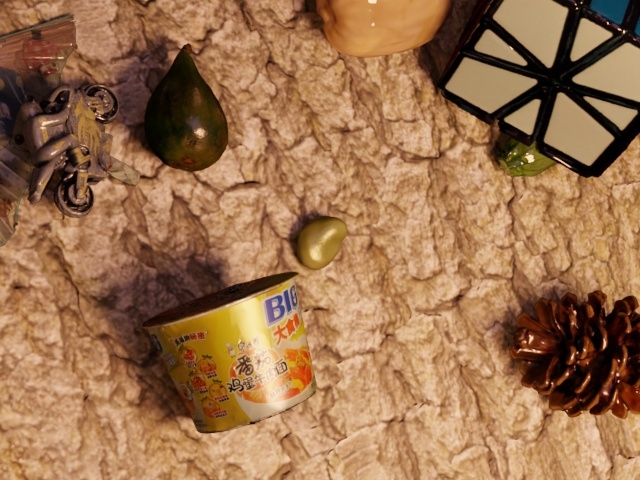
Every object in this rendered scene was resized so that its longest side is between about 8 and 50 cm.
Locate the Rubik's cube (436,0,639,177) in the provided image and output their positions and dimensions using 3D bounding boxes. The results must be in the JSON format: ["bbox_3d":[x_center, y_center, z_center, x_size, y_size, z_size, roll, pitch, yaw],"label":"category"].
[{"bbox_3d":[0.372,-0.312,1.838,0.288,0.293,0.283,29,58,-5],"label":"Rubik's cube"}]

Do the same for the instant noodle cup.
[{"bbox_3d":[-0.098,0.137,1.574,0.205,0.205,0.153,-23,97,-31],"label":"instant noodle cup"}]

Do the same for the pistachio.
[{"bbox_3d":[0.090,-0.339,1.821,0.229,0.157,0.157,-12,82,-42],"label":"pistachio"}]

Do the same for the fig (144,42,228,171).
[{"bbox_3d":[-0.179,-0.175,1.665,0.117,0.117,0.177,0,60,-28],"label":"fig"}]

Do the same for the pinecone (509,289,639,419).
[{"bbox_3d":[0.365,0.159,1.816,0.212,0.168,0.185,-3,47,-17],"label":"pinecone"}]

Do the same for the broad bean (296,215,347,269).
[{"bbox_3d":[0.000,0.000,1.742,0.063,0.045,0.083,46,68,-22],"label":"broad bean"}]

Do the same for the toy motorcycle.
[{"bbox_3d":[-0.317,-0.124,1.586,0.124,0.061,0.193,25,59,-27],"label":"toy motorcycle"}]

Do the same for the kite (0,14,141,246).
[{"bbox_3d":[-0.365,-0.146,1.608,0.314,0.011,0.335,22,67,-21],"label":"kite"}]

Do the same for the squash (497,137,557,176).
[{"bbox_3d":[0.356,-0.148,1.952,0.219,0.068,0.077,-22,112,-30],"label":"squash"}]
